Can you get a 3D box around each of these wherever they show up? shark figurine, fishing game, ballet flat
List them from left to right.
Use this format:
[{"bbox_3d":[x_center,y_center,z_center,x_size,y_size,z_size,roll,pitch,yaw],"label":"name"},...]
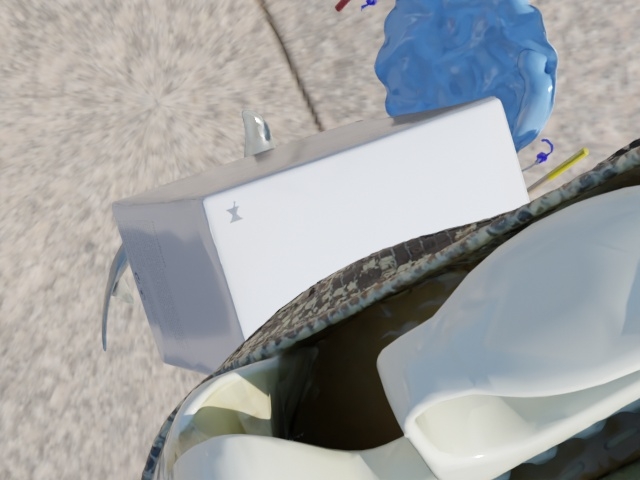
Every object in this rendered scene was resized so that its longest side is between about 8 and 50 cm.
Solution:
[{"bbox_3d":[-0.106,-0.011,1.369,0.278,0.116,0.166,-22,123,-6],"label":"shark figurine"},{"bbox_3d":[0.054,0.062,0.550,0.482,0.182,0.164,-34,73,25],"label":"ballet flat"},{"bbox_3d":[0.132,-0.156,1.258,0.189,0.041,0.264,-44,76,38],"label":"fishing game"}]

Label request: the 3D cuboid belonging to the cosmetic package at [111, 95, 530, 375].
[{"bbox_3d":[0.000,0.000,1.007,0.224,0.224,0.138,-20,97,-21],"label":"cosmetic package"}]
